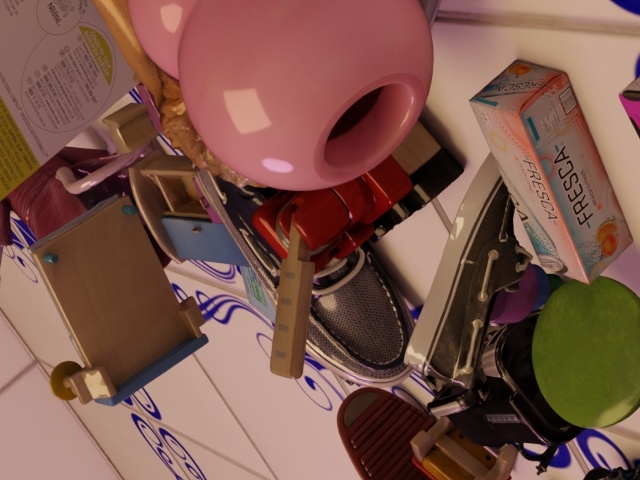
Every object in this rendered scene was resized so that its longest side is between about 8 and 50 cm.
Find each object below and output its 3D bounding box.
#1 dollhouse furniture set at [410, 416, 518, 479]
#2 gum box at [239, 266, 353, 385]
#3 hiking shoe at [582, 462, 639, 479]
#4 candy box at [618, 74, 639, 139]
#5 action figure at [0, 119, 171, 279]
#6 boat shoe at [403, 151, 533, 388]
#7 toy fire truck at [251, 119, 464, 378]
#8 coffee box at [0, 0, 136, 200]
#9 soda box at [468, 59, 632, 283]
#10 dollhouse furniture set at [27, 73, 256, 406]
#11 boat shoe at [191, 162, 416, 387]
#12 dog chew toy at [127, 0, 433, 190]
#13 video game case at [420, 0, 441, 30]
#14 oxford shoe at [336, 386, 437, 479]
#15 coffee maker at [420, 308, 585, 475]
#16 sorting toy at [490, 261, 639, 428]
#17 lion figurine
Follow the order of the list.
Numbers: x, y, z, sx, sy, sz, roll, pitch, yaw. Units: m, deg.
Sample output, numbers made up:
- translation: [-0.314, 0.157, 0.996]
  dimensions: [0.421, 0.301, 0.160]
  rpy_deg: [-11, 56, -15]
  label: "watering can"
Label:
- translation: [0.215, 0.384, 1.996]
  dimensions: [0.374, 0.201, 0.152]
  rpy_deg: [39, 158, 23]
  label: "dollhouse furniture set"
- translation: [-0.022, 0.071, 2.158]
  dimensions: [0.184, 0.041, 0.157]
  rpy_deg: [38, 157, 30]
  label: "gum box"
- translation: [0.296, 0.269, 1.747]
  dimensions: [0.132, 0.113, 0.304]
  rpy_deg: [47, 157, 26]
  label: "hiking shoe"
- translation: [0.321, -0.045, 1.172]
  dimensions: [0.233, 0.071, 0.159]
  rpy_deg: [16, 142, 58]
  label: "candy box"
- translation: [-0.354, -0.048, 2.339]
  dimensions: [0.370, 0.248, 0.276]
  rpy_deg: [29, 152, 38]
  label: "action figure"
- translation: [0.142, 0.018, 1.530]
  dimensions: [0.070, 0.219, 0.078]
  rpy_deg: [22, -169, 13]
  label: "boat shoe"
- translation: [0.000, 0.000, 1.673]
  dimensions: [0.158, 0.246, 0.217]
  rpy_deg: [50, 160, -1]
  label: "toy fire truck"
- translation: [-0.470, -0.257, 2.065]
  dimensions: [0.337, 0.334, 0.338]
  rpy_deg: [29, 155, 41]
  label: "coffee box"
- translation: [0.187, -0.054, 1.458]
  dimensions: [0.063, 0.058, 0.183]
  rpy_deg: [23, 148, 50]
  label: "soda box"
- translation: [-0.242, -0.009, 2.016]
  dimensions: [0.198, 0.303, 0.286]
  rpy_deg: [4, 125, 55]
  label: "dollhouse furniture set"
- translation: [-0.010, 0.010, 1.886]
  dimensions: [0.340, 0.127, 0.158]
  rpy_deg: [49, 168, 1]
  label: "boat shoe"
- translation: [-0.061, -0.193, 1.461]
  dimensions: [0.332, 0.206, 0.206]
  rpy_deg: [47, 162, 28]
  label: "dog chew toy"
- translation: [0.020, -0.253, 1.497]
  dimensions: [0.204, 0.025, 0.285]
  rpy_deg: [45, 160, 11]
  label: "video game case"
- translation: [0.139, 0.323, 2.171]
  dimensions: [0.348, 0.123, 0.130]
  rpy_deg: [50, 166, 1]
  label: "oxford shoe"
- translation: [0.205, 0.144, 1.738]
  dimensions: [0.171, 0.120, 0.178]
  rpy_deg: [29, 166, -15]
  label: "coffee maker"
- translation: [0.280, 0.104, 1.510]
  dimensions: [0.365, 0.126, 0.127]
  rpy_deg: [34, 113, 44]
  label: "sorting toy"
- translation: [-0.148, -0.204, 1.650]
  dimensions: [0.392, 0.142, 0.240]
  rpy_deg: [45, -170, 2]
  label: "lion figurine"
